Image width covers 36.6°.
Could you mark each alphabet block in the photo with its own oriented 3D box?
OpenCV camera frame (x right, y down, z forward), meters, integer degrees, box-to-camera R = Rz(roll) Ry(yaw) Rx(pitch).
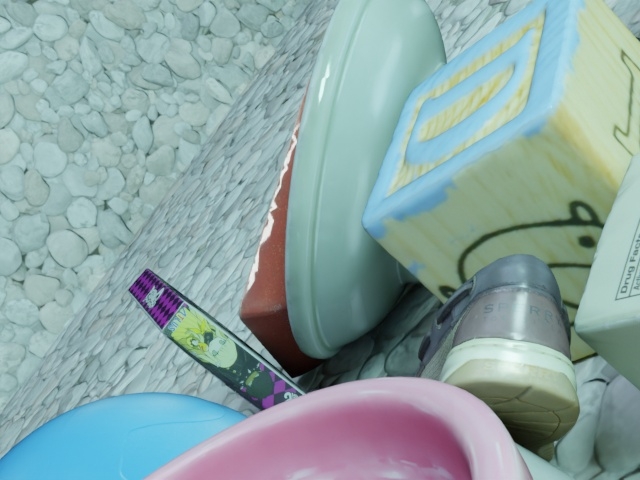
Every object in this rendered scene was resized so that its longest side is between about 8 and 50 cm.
[{"bbox_3d":[0.179,-0.046,0.747,0.192,0.197,0.193,-32,24,42],"label":"alphabet block"}]

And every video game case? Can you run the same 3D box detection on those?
[{"bbox_3d":[-0.096,0.120,1.015,0.042,0.210,0.232,-51,18,-7],"label":"video game case"}]

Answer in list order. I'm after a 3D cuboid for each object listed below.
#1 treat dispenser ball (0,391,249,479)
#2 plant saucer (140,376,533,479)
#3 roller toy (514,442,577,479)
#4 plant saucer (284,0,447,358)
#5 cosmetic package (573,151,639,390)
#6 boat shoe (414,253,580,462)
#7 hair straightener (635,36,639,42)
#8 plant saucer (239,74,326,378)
[{"bbox_3d":[-0.120,0.253,0.682,0.288,0.288,0.288,-42,20,19],"label":"treat dispenser ball"},{"bbox_3d":[-0.048,0.190,0.409,0.332,0.084,0.332,-31,14,8],"label":"plant saucer"},{"bbox_3d":[0.084,0.206,0.536,0.209,0.146,0.191,-60,27,-5],"label":"roller toy"},{"bbox_3d":[0.074,-0.070,0.964,0.400,0.100,0.400,11,-90,-75],"label":"plant saucer"},{"bbox_3d":[0.299,0.000,0.494,0.296,0.129,0.153,-21,35,53],"label":"cosmetic package"},{"bbox_3d":[0.112,0.088,0.632,0.285,0.103,0.092,82,-159,-70],"label":"boat shoe"},{"bbox_3d":[0.325,-0.149,0.881,0.089,0.047,0.230,-44,23,15],"label":"hair straightener"},{"bbox_3d":[0.000,0.000,1.024,0.258,0.047,0.259,65,-142,-66],"label":"plant saucer"}]
